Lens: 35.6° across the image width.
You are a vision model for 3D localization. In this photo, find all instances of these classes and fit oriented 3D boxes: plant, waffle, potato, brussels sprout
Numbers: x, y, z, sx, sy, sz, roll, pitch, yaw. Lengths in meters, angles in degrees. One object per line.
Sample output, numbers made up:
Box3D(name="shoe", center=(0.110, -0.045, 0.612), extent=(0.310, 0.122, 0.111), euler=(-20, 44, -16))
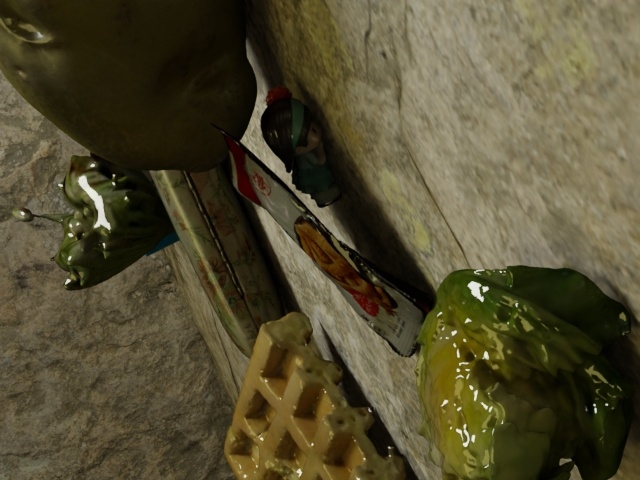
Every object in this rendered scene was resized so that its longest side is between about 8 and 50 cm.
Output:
Box3D(name="plant", center=(-0.251, -0.046, 1.489), extent=(0.251, 0.333, 0.180), euler=(-29, 77, 49))
Box3D(name="waffle", center=(-0.004, 0.308, 1.255), extent=(0.348, 0.077, 0.304), euler=(54, 142, 31))
Box3D(name="potato", center=(-0.171, -0.192, 0.846), extent=(0.202, 0.218, 0.351), euler=(48, 163, 47))
Box3D(name="brussels sprout", center=(0.105, 0.084, 0.556), extent=(0.181, 0.100, 0.139), euler=(90, 161, -67))

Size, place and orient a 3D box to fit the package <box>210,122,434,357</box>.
Box3D(name="package", center=(0.000, 0.000, 0.851), extent=(0.239, 0.030, 0.154), euler=(45, 167, 15))

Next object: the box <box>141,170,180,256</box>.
Box3D(name="box", center=(-0.255, -0.085, 1.592), extent=(0.073, 0.139, 0.194), euler=(53, 164, 39))

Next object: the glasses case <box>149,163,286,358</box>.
Box3D(name="glasses case", center=(-0.153, -0.030, 1.374), extent=(0.156, 0.098, 0.425), euler=(-138, 24, -78))

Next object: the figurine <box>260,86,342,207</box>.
Box3D(name="figurine", center=(-0.016, -0.077, 0.846), extent=(0.060, 0.047, 0.106), euler=(-98, -16, -50))
